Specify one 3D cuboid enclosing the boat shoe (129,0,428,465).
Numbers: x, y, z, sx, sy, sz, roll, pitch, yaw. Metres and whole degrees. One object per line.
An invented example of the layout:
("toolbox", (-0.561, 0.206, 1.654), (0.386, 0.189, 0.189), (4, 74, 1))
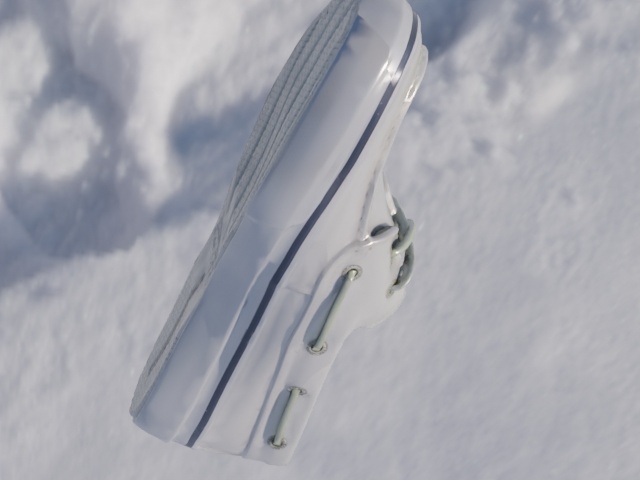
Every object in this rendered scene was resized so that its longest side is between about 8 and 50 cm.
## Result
("boat shoe", (0.000, 0.000, 0.685), (0.076, 0.226, 0.083), (21, 44, -10))
